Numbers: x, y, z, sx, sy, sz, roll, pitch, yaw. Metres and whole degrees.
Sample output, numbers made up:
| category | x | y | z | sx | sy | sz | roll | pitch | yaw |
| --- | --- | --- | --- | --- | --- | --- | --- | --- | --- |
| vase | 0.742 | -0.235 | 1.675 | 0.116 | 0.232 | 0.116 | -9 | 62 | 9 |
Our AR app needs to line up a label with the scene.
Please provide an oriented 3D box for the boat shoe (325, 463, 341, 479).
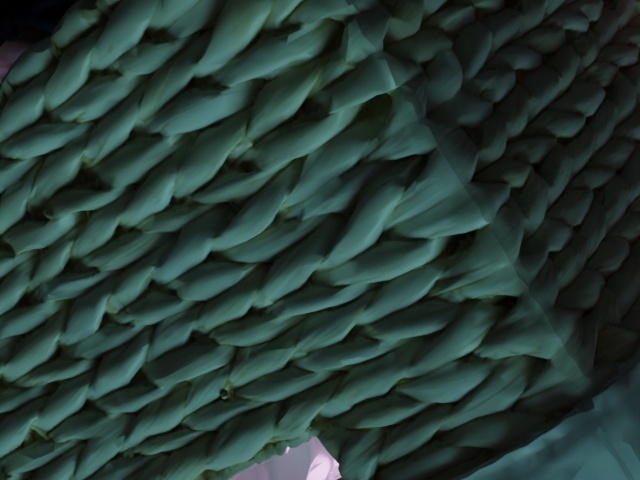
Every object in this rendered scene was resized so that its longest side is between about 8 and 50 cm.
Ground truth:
| category | x | y | z | sx | sy | sz | roll | pitch | yaw |
| --- | --- | --- | --- | --- | --- | --- | --- | --- | --- |
| boat shoe | 0.014 | 0.254 | 1.948 | 0.267 | 0.096 | 0.088 | -2 | 151 | -47 |

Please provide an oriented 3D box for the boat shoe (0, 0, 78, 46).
| category | x | y | z | sx | sy | sz | roll | pitch | yaw |
| --- | --- | --- | --- | --- | --- | --- | --- | --- | --- |
| boat shoe | -0.169 | -0.112 | 0.668 | 0.258 | 0.089 | 0.109 | -3 | 156 | -43 |

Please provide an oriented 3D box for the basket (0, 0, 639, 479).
| category | x | y | z | sx | sy | sz | roll | pitch | yaw |
| --- | --- | --- | --- | --- | --- | --- | --- | --- | --- |
| basket | 0.000 | 0.000 | 0.724 | 0.328 | 0.266 | 0.331 | -32 | -175 | 33 |
